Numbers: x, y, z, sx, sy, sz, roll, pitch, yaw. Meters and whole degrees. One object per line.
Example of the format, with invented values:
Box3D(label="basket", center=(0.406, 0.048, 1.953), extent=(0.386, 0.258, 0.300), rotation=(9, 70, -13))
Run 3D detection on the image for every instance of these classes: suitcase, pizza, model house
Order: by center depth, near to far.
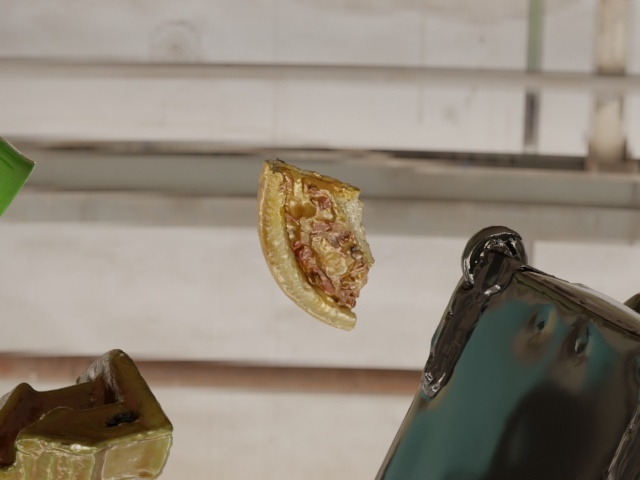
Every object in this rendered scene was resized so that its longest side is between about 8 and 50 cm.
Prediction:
Box3D(label="suitcase", center=(0.154, 0.190, 1.213), extent=(0.188, 0.339, 0.345), rotation=(26, -177, -22))
Box3D(label="model house", center=(-0.322, 0.232, 2.291), extent=(0.239, 0.173, 0.268), rotation=(-12, 169, -23))
Box3D(label="pizza", center=(-0.004, 0.005, 2.351), extent=(0.134, 0.271, 0.056), rotation=(-14, -146, -2))

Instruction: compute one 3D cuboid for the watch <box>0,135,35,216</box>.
Box3D(label="watch", center=(-0.293, -0.010, 1.511), extent=(0.131, 0.152, 0.165), rotation=(40, -151, -11))
